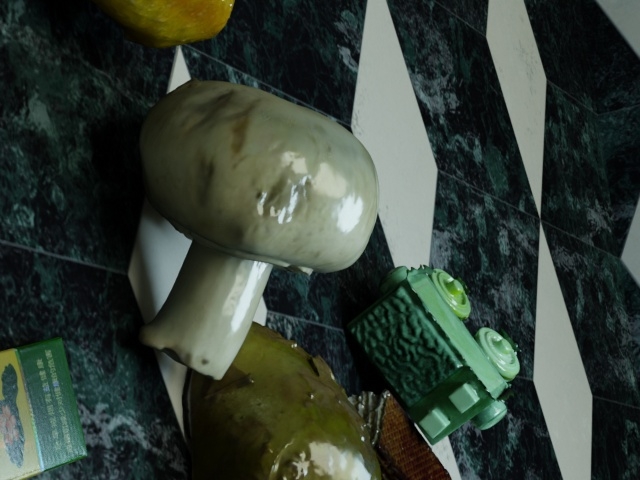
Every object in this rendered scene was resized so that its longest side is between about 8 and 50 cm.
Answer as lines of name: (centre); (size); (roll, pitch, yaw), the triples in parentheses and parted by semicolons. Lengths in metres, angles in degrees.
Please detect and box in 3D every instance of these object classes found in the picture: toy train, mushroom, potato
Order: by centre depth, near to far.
mushroom: (-0.100, -0.012, 2.049); (0.314, 0.314, 0.336); (33, 82, -56)
potato: (-0.030, 0.238, 2.119); (0.246, 0.196, 0.300); (32, 48, -58)
toy train: (0.168, 0.161, 2.553); (0.272, 0.159, 0.188); (54, 25, 7)

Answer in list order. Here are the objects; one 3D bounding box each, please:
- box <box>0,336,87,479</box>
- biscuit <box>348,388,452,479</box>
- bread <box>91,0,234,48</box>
box: (-0.317, 0.176, 1.732); (0.235, 0.034, 0.132); (-14, 91, -65)
biscuit: (0.108, 0.321, 2.503); (0.252, 0.070, 0.106); (55, 32, -38)
bread: (-0.194, -0.421, 2.017); (0.361, 0.250, 0.394); (31, 52, -56)
